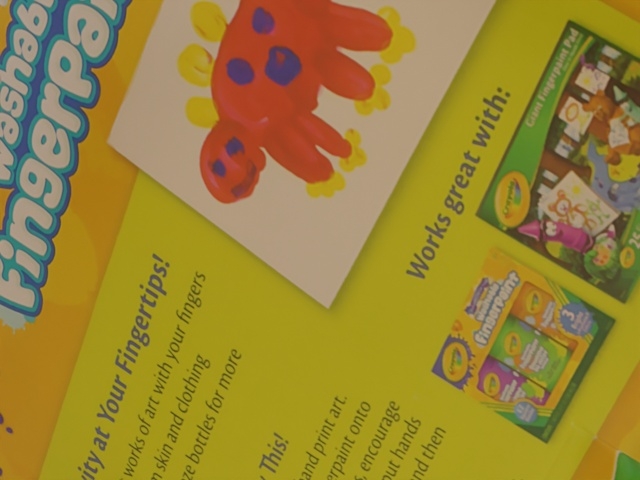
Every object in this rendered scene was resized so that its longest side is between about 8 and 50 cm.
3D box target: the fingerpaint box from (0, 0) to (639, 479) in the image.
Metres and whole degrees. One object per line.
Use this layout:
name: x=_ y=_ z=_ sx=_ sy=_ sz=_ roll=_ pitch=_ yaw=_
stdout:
fingerpaint box: x=0.000 y=0.000 z=0.750 sx=0.371 sy=0.444 sz=0.163 roll=32 pitch=34 yaw=15
